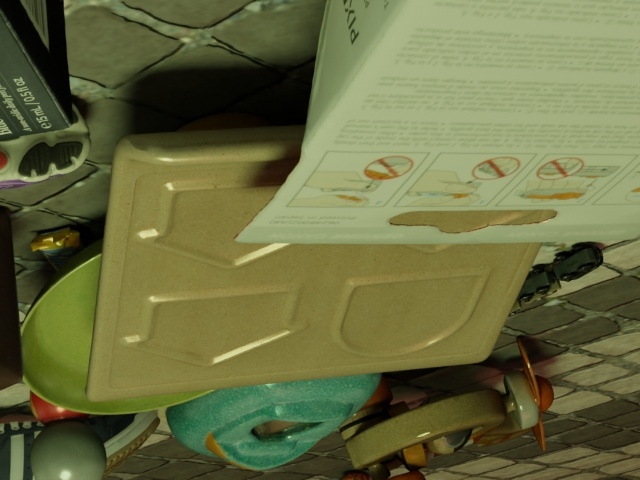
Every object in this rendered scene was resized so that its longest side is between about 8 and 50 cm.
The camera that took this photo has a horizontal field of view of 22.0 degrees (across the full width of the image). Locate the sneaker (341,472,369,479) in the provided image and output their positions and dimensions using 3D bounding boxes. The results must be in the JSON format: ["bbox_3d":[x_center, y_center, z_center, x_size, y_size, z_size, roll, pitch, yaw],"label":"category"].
[{"bbox_3d":[0.038,0.351,2.204,0.067,0.064,0.175,0,158,6],"label":"sneaker"}]

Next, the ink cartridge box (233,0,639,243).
[{"bbox_3d":[0.143,-0.112,0.942,0.308,0.091,0.385,0,156,-23],"label":"ink cartridge box"}]

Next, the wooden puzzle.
[{"bbox_3d":[0.000,0.000,1.171,0.322,0.080,0.348,-4,149,-15],"label":"wooden puzzle"}]

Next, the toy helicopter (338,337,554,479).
[{"bbox_3d":[0.167,0.192,1.792,0.235,0.140,0.355,-27,165,22],"label":"toy helicopter"}]

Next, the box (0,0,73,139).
[{"bbox_3d":[-0.218,-0.112,0.816,0.158,0.093,0.156,-8,160,3],"label":"box"}]

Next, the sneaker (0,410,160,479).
[{"bbox_3d":[-0.305,0.205,1.651,0.282,0.153,0.099,-32,170,-30],"label":"sneaker"}]

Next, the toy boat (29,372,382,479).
[{"bbox_3d":[-0.108,0.151,1.484,0.318,0.148,0.267,0,158,-22],"label":"toy boat"}]

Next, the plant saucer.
[{"bbox_3d":[-0.124,0.053,1.293,0.241,0.037,0.241,-16,146,-11],"label":"plant saucer"}]

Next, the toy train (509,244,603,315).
[{"bbox_3d":[0.195,0.040,1.485,0.036,0.027,0.158,-6,162,-40],"label":"toy train"}]

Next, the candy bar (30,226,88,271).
[{"bbox_3d":[-0.191,0.023,1.294,0.040,0.018,0.161,-9,160,2],"label":"candy bar"}]

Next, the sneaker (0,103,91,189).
[{"bbox_3d":[-0.229,-0.047,1.028,0.170,0.068,0.071,-3,165,-16],"label":"sneaker"}]

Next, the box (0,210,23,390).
[{"bbox_3d":[-0.403,0.036,1.076,0.191,0.143,0.381,-24,156,35],"label":"box"}]
